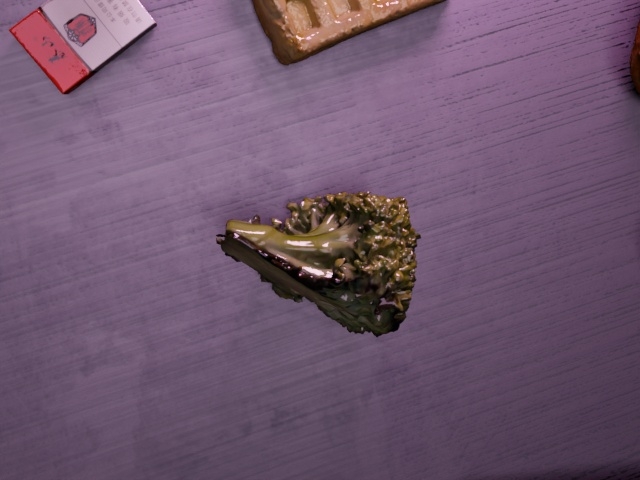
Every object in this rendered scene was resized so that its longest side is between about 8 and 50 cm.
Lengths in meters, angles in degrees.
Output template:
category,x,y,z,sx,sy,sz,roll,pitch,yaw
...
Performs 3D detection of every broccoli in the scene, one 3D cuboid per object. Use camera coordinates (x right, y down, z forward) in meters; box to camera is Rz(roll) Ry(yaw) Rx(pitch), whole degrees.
category,x,y,z,sx,sy,sz,roll,pitch,yaw
broccoli,0.015,-0.006,0.926,0.273,0.242,0.180,34,71,-20

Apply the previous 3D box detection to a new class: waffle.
category,x,y,z,sx,sy,sz,roll,pitch,yaw
waffle,0.040,-0.359,0.941,0.274,0.057,0.168,-24,103,-5

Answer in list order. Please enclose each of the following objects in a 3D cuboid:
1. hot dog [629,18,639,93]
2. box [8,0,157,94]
category,x,y,z,sx,sy,sz,roll,pitch,yaw
hot dog,0.524,-0.307,1.014,0.160,0.099,0.227,6,101,-7
box,-0.301,-0.272,0.905,0.152,0.048,0.100,-39,102,-4
